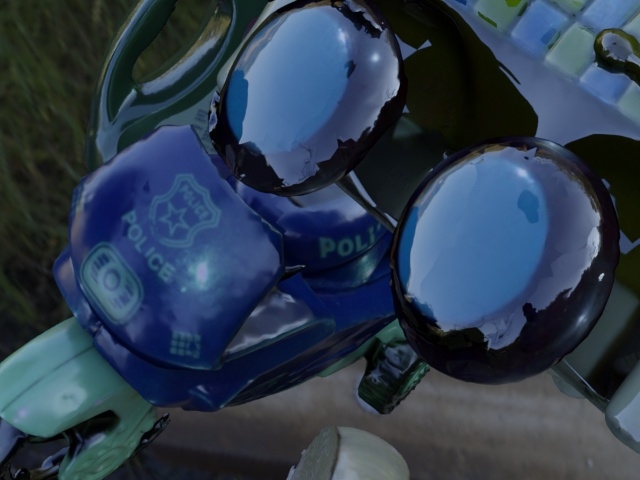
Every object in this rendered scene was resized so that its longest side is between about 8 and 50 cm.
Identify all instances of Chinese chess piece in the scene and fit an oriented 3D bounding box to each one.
[{"bbox_3d":[0.004,0.164,1.046,0.051,0.122,0.122,26,69,-9],"label":"Chinese chess piece"}]

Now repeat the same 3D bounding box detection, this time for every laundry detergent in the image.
[{"bbox_3d":[-0.054,-0.117,1.114,0.211,0.137,0.063,-64,24,20],"label":"laundry detergent"}]

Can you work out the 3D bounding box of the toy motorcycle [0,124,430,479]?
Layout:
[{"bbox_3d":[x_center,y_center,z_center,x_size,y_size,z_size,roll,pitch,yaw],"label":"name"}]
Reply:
[{"bbox_3d":[0.000,0.000,0.770,0.331,0.196,0.125,-28,70,-29],"label":"toy motorcycle"}]

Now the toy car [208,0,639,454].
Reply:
[{"bbox_3d":[0.111,-0.044,0.516,0.198,0.204,0.248,-55,47,7],"label":"toy car"}]
